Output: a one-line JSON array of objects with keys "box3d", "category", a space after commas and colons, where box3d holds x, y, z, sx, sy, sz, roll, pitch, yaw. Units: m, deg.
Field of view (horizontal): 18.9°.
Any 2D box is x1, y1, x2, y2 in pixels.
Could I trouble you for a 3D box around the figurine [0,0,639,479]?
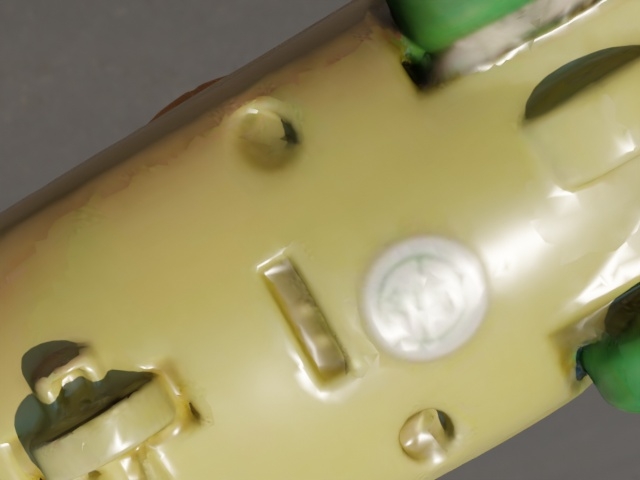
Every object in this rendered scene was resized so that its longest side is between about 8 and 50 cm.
[{"box3d": [0.000, 0.000, 0.536, 0.325, 0.124, 0.222, -30, -171, -3], "category": "figurine"}]
